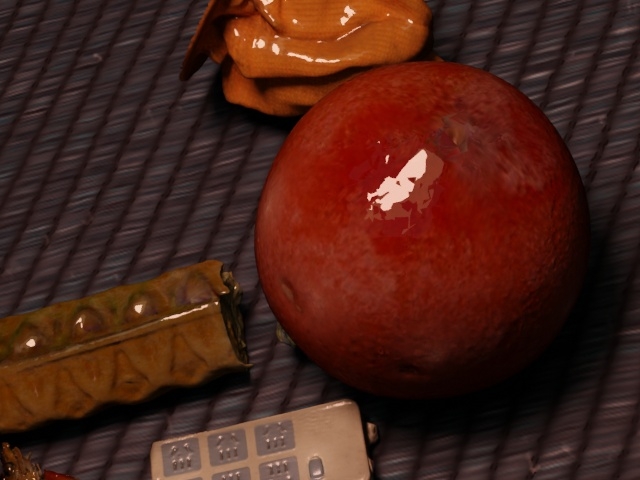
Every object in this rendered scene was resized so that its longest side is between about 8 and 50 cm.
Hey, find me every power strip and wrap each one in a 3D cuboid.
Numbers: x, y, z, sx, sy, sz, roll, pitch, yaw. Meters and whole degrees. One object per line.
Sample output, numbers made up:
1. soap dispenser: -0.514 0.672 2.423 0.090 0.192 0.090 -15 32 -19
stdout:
1. power strip: -0.047 0.184 1.419 0.192 0.035 0.081 -14 52 7

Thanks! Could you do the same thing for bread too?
1. bread: -0.192 0.094 1.490 0.269 0.098 0.087 -15 12 6

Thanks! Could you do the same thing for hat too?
1. hat: 0.033 -0.189 1.595 0.233 0.244 0.233 31 99 1

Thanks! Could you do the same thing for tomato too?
1. tomato: 0.080 -0.011 1.378 0.265 0.265 0.265 -8 56 12

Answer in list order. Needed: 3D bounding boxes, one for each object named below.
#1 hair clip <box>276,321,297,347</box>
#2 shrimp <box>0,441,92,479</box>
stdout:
1. hair clip: 0.001 0.001 1.525 0.066 0.036 0.229 4 53 15
2. shrimp: -0.204 0.224 1.440 0.101 0.042 0.190 -30 51 -30
